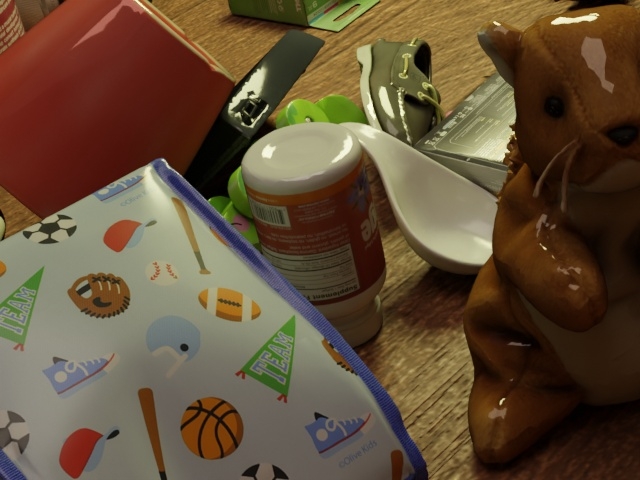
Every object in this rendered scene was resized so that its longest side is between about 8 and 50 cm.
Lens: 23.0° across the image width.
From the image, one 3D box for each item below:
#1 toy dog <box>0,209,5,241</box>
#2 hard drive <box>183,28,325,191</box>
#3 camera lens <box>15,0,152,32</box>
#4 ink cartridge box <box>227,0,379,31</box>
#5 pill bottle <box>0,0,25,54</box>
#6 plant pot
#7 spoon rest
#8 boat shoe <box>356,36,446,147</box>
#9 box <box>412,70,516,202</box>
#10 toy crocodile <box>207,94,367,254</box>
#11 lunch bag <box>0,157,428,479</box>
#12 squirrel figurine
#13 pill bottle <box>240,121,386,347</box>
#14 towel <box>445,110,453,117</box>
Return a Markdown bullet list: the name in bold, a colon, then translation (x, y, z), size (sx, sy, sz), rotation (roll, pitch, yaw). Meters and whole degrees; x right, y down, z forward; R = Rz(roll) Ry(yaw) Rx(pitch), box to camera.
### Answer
- **toy dog**: translation (-0.496, -0.008, 1.692), size (0.395, 0.284, 0.408), rotation (-32, 17, 20)
- **hard drive**: translation (-0.096, -0.157, 1.929), size (0.172, 0.054, 0.255), rotation (-42, 10, 38)
- **camera lens**: translation (-0.399, -0.404, 2.356), size (0.274, 0.219, 0.219), rotation (15, 42, 37)
- **ink cartridge box**: translation (-0.028, -0.369, 2.309), size (0.209, 0.062, 0.109), rotation (16, 41, 37)
- **pill bottle**: translation (-0.525, -0.318, 2.107), size (0.224, 0.392, 0.224), rotation (-9, 32, 6)
- **plant pot**: translation (-0.244, -0.150, 1.775), size (0.243, 0.275, 0.275), rotation (-49, 36, 4)
- **spoon rest**: translation (0.094, -0.050, 1.690), size (0.276, 0.084, 0.137), rotation (30, 40, 24)
- **boat shoe**: translation (0.101, -0.168, 1.906), size (0.091, 0.109, 0.305), rotation (-15, 28, 7)
- **box**: translation (0.243, -0.124, 1.784), size (0.183, 0.056, 0.231), rotation (17, 46, 37)
- **toy crocodile**: translation (-0.052, -0.059, 1.809), size (0.115, 0.105, 0.340), rotation (-43, 9, 43)
- **lunch bag**: translation (-0.147, 0.170, 1.345), size (0.328, 0.239, 0.385), rotation (-33, 60, -30)
- **squirrel figurine**: translation (0.243, -0.062, 1.438), size (0.281, 0.370, 0.397), rotation (-9, 32, 8)
- **pill bottle**: translation (0.000, 0.000, 1.579), size (0.121, 0.216, 0.121), rotation (-9, 33, 6)
- **towel**: translation (0.201, -0.102, 1.839), size (0.144, 0.029, 0.197), rotation (-4, 33, 16)
